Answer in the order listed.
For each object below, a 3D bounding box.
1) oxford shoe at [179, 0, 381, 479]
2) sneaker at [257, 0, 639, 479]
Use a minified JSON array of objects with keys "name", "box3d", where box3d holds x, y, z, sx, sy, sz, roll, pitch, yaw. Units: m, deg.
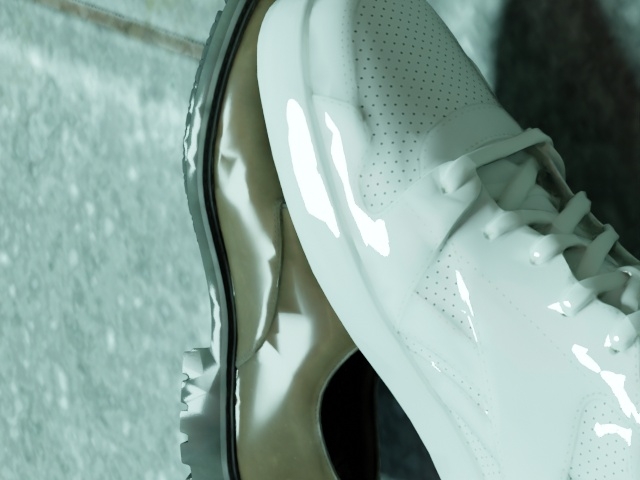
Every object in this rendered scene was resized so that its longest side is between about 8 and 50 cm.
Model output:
[{"name":"oxford shoe","box3d":[0.000,0.000,0.738,0.096,0.083,0.227,5,104,28]},{"name":"sneaker","box3d":[0.100,0.018,0.604,0.169,0.108,0.292,-28,88,46]}]
